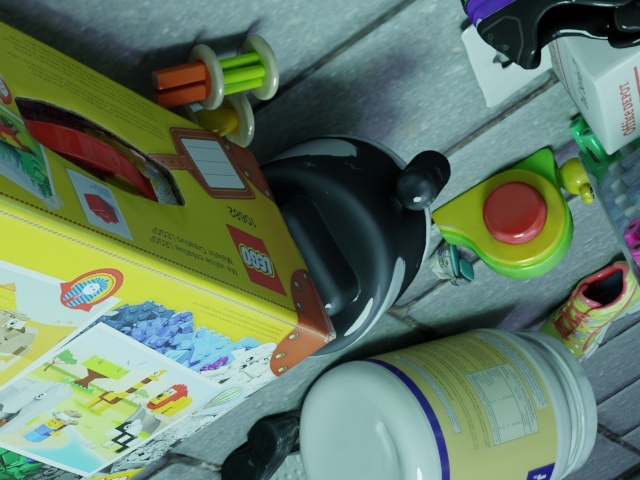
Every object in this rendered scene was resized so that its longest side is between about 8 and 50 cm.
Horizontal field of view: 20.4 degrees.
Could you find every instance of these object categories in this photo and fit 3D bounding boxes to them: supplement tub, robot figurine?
[{"bbox_3d":[0.166,0.244,2.262,0.331,0.241,0.241,-11,152,-38],"label":"supplement tub"},{"bbox_3d":[-0.003,-0.001,1.554,0.278,0.209,0.173,-39,139,-68],"label":"robot figurine"}]

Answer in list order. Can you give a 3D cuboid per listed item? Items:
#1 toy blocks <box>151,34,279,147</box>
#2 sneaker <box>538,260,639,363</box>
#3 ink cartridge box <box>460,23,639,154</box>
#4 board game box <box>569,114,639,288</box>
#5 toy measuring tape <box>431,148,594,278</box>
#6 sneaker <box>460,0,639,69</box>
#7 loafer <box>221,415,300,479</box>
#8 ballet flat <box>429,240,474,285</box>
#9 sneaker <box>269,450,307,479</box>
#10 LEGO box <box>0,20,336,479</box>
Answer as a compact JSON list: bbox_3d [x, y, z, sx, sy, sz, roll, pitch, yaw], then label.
[{"bbox_3d":[-0.118,-0.103,1.409,0.148,0.054,0.123,-17,155,-29],"label":"toy blocks"},{"bbox_3d":[0.359,0.093,2.412,0.208,0.081,0.094,-44,148,17],"label":"sneaker"},{"bbox_3d":[0.318,-0.206,1.639,0.353,0.119,0.207,-31,159,3],"label":"ink cartridge box"},{"bbox_3d":[0.435,-0.136,1.706,0.390,0.050,0.390,-32,-160,11],"label":"board game box"},{"bbox_3d":[0.165,0.016,1.941,0.330,0.121,0.121,-31,158,4],"label":"toy measuring tape"},{"bbox_3d":[0.258,-0.235,1.468,0.293,0.146,0.102,-30,158,2],"label":"sneaker"},{"bbox_3d":[-0.074,0.284,2.296,0.061,0.062,0.170,-16,156,-41],"label":"loafer"},{"bbox_3d":[0.147,0.029,2.051,0.041,0.041,0.114,-33,157,7],"label":"ballet flat"},{"bbox_3d":[-0.045,0.347,2.458,0.095,0.090,0.235,-25,165,-47],"label":"sneaker"},{"bbox_3d":[-0.286,0.041,1.248,0.372,0.193,0.500,-35,151,18],"label":"LEGO box"}]
